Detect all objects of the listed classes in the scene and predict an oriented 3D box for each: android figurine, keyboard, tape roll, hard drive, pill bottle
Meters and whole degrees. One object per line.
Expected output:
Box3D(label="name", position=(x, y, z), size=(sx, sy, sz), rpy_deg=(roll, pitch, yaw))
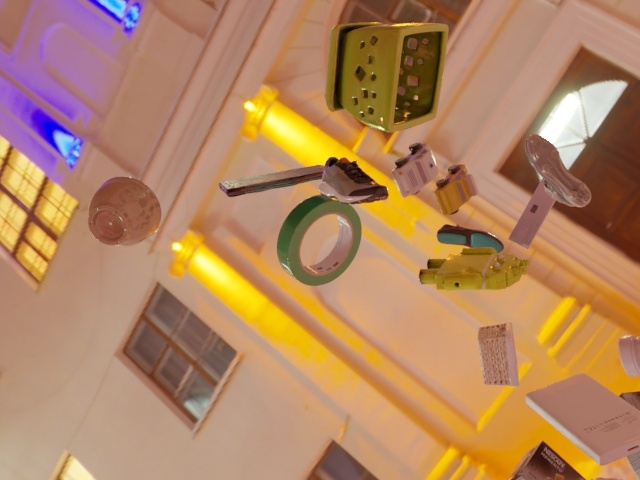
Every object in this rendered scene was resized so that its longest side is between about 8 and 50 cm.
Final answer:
Box3D(label="android figurine", position=(0.402, 0.076, 1.769), size=(0.248, 0.272, 0.056), rpy_deg=(-36, -61, -59))
Box3D(label="keyboard", position=(0.703, -0.098, 2.205), size=(0.256, 0.072, 0.014), rpy_deg=(-60, -26, 0))
Box3D(label="tape roll", position=(0.000, 0.000, 2.378), size=(0.321, 0.077, 0.321), rpy_deg=(-18, -58, -31))
Box3D(label="hard drive", position=(0.723, 0.466, 1.811), size=(0.203, 0.307, 0.040), rpy_deg=(-16, -70, -14))
Box3D(label="pill bottle", position=(0.681, 0.207, 1.296), size=(0.193, 0.108, 0.108), rpy_deg=(-19, 2, 35))

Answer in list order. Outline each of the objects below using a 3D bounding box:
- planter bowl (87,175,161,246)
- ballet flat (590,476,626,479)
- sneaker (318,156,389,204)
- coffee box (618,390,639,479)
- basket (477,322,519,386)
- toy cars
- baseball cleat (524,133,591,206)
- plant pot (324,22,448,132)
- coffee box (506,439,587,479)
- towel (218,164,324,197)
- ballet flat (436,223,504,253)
Box3D(label="planter bowl", position=(-0.457, -0.053, 1.536), size=(0.162, 0.162, 0.109), rpy_deg=(-62, 1, 26))
Box3D(label="ballet flat", position=(0.645, 0.726, 1.596), size=(0.147, 0.147, 0.409), rpy_deg=(-24, -46, -54))
Box3D(label="sneaker", position=(0.077, -0.153, 1.737), size=(0.100, 0.271, 0.108), rpy_deg=(-7, -73, -29))
Box3D(label="coffee box", position=(0.981, 0.594, 1.981), size=(0.168, 0.297, 0.119), rpy_deg=(1, -42, -22))
Box3D(label="basket", position=(0.533, 0.344, 2.038), size=(0.113, 0.103, 0.167), rpy_deg=(-45, -55, -69))
Box3D(label="toy cars", position=(0.334, -0.171, 1.857), size=(0.393, 0.087, 0.176), rpy_deg=(16, -111, -48))
Box3D(label="baseball cleat", position=(0.519, -0.150, 1.540), size=(0.072, 0.206, 0.109), rpy_deg=(-42, 6, -10))
Box3D(label="plant pot", position=(0.142, -0.390, 1.564), size=(0.227, 0.207, 0.228), rpy_deg=(-25, -54, -50))
Box3D(label="coffee box", position=(0.660, 0.703, 1.885), size=(0.141, 0.246, 0.098), rpy_deg=(-36, -18, -37))
Box3D(label="towel", position=(-0.142, -0.198, 2.252), size=(0.370, 0.040, 0.271), rpy_deg=(-12, 11, -11))
Box3D(label="ballet flat", position=(0.450, -0.013, 2.030), size=(0.074, 0.203, 0.074), rpy_deg=(10, -90, -69))
